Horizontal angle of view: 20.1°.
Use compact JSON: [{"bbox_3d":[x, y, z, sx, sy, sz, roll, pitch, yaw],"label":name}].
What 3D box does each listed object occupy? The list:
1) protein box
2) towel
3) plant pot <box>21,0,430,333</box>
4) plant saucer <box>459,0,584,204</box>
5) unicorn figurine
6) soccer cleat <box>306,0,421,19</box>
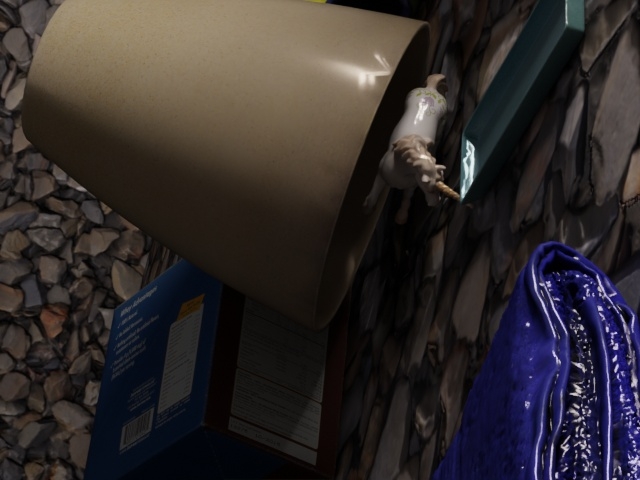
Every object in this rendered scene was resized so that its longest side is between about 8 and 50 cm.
[{"bbox_3d":[-0.091,0.131,1.580,0.200,0.136,0.201,-35,38,43],"label":"protein box"},{"bbox_3d":[0.091,0.182,0.916,0.227,0.076,0.308,-79,8,-56],"label":"towel"},{"bbox_3d":[-0.085,-0.093,1.419,0.256,0.274,0.256,20,-90,-83],"label":"plant pot"},{"bbox_3d":[0.131,-0.100,1.185,0.192,0.018,0.067,118,162,-52],"label":"plant saucer"},{"bbox_3d":[0.070,-0.061,1.342,0.111,0.060,0.162,110,166,-53],"label":"unicorn figurine"},{"bbox_3d":[-0.026,-0.150,1.615,0.289,0.093,0.121,-43,17,16],"label":"soccer cleat"}]
